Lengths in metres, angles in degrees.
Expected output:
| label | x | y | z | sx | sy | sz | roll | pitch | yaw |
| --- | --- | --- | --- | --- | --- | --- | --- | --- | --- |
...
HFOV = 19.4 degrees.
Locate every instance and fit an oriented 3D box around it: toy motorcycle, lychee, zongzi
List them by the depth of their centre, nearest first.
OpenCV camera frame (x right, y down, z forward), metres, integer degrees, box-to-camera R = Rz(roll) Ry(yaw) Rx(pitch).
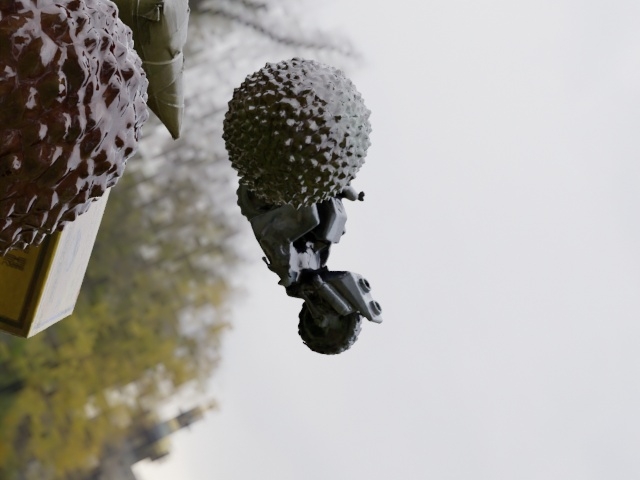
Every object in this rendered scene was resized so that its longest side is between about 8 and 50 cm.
| label | x | y | z | sx | sy | sz | roll | pitch | yaw |
| --- | --- | --- | --- | --- | --- | --- | --- | --- | --- |
| lychee | -0.266 | -0.124 | 1.440 | 0.275 | 0.304 | 0.276 | 36 | -3 | 2 |
| lychee | -0.025 | -0.105 | 1.887 | 0.171 | 0.171 | 0.171 | 58 | -15 | 26 |
| zongzi | -0.237 | -0.205 | 2.070 | 0.189 | 0.081 | 0.178 | 12 | -59 | 17 |
| toy motorcycle | 0.000 | 0.000 | 2.287 | 0.106 | 0.159 | 0.270 | 17 | 41 | -61 |

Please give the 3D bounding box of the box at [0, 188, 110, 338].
| label | x | y | z | sx | sy | sz | roll | pitch | yaw |
| --- | --- | --- | --- | --- | --- | --- | --- | --- | --- |
| box | -0.315 | -0.003 | 2.130 | 0.301 | 0.084 | 0.193 | -66 | 173 | -87 |
